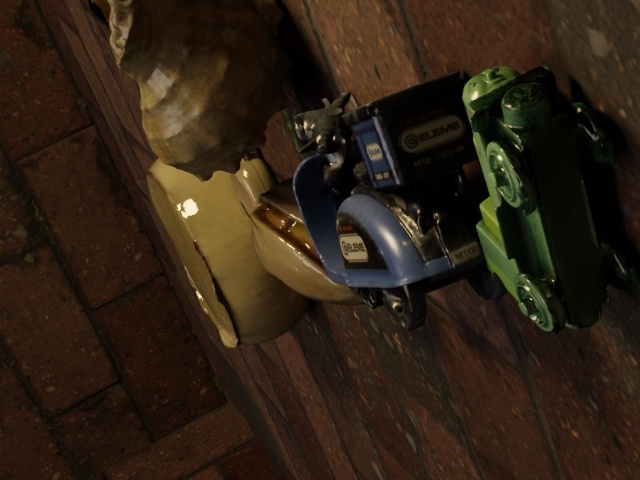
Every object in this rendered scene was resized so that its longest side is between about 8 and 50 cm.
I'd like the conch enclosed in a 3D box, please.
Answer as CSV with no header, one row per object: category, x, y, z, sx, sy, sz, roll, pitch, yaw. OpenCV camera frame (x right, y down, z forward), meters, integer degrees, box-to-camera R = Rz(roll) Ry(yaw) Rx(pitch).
conch,-0.146,-0.223,1.421,0.263,0.186,0.324,42,158,44

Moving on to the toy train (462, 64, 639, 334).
toy train,0.145,-0.031,0.907,0.132,0.083,0.200,51,164,53

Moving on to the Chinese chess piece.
Chinese chess piece,-0.147,0.002,2.063,0.338,0.140,0.338,58,167,23

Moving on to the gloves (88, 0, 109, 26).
gloves,-0.238,-0.332,1.650,0.301,0.152,0.197,43,171,46

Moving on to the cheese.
cheese,-0.100,-0.096,1.863,0.171,0.048,0.092,63,165,-9

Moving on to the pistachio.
pistachio,0.000,0.000,1.492,0.152,0.126,0.223,29,-177,-34

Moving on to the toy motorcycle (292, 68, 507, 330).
toy motorcycle,0.058,-0.037,1.184,0.358,0.125,0.212,175,75,-75
